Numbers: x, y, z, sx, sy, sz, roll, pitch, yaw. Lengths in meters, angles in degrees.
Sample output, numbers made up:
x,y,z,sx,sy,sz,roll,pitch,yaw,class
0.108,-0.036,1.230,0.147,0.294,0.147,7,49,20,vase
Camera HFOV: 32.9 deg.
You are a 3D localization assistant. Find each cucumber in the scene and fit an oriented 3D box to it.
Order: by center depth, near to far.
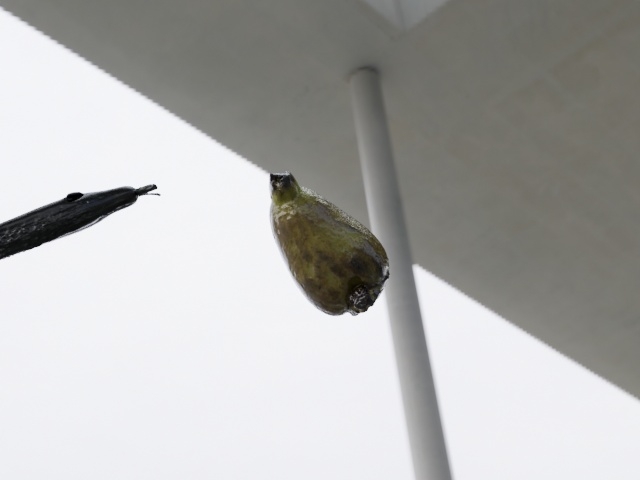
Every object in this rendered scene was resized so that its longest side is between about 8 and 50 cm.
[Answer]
x,y,z,sx,sy,sz,roll,pitch,yaw,class
-0.229,-0.024,0.991,0.163,0.043,0.039,-24,-66,-14,cucumber

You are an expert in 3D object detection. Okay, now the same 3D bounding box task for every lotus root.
x,y,z,sx,sy,sz,roll,pitch,yaw,class
0.000,0.000,1.252,0.108,0.191,0.094,-38,-1,-12,lotus root
